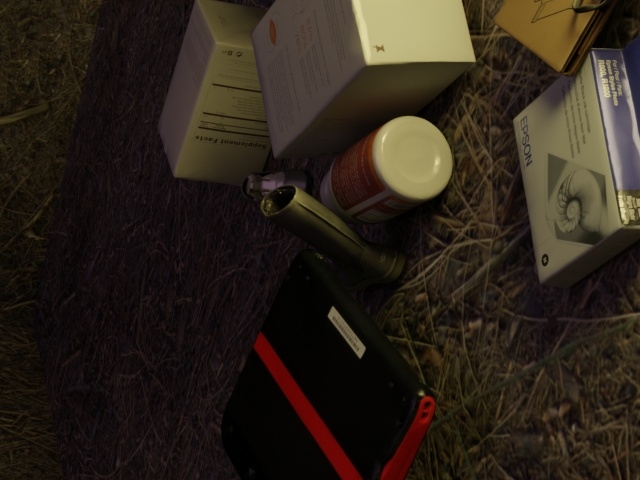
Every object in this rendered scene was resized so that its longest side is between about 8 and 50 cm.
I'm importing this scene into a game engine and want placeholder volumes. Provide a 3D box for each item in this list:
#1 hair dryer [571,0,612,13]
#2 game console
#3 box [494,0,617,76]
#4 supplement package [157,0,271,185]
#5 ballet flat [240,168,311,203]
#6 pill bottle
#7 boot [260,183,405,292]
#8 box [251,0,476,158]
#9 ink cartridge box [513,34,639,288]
[{"bbox_3d":[0.353,-0.383,1.274,0.293,0.080,0.224,-42,51,52],"label":"hair dryer"},{"bbox_3d":[-0.001,0.243,1.687,0.386,0.060,0.342,49,120,50],"label":"game console"},{"bbox_3d":[0.281,-0.291,1.422,0.164,0.021,0.201,-62,24,17],"label":"box"},{"bbox_3d":[-0.173,-0.273,2.317,0.178,0.175,0.293,-114,38,-47],"label":"supplement package"},{"bbox_3d":[-0.086,-0.091,2.207,0.213,0.068,0.072,-178,94,-66],"label":"ballet flat"},{"bbox_3d":[0.084,-0.090,1.752,0.216,0.121,0.121,155,119,-62],"label":"pill bottle"},{"bbox_3d":[0.000,-0.002,1.806,0.189,0.208,0.076,-23,48,60],"label":"boot"},{"bbox_3d":[0.049,-0.277,1.771,0.345,0.168,0.215,142,120,-62],"label":"box"},{"bbox_3d":[0.299,-0.089,1.359,0.224,0.045,0.223,135,136,-54],"label":"ink cartridge box"}]
